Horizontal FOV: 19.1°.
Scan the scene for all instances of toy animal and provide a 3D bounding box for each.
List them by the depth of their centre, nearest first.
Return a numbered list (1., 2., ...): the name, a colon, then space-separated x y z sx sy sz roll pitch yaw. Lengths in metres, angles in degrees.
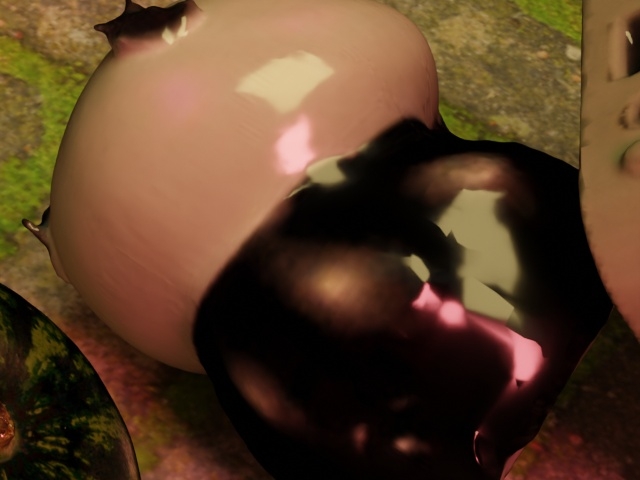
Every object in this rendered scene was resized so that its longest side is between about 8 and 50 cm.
1. toy animal: 0.000 0.000 1.025 0.310 0.251 0.251 32 47 10

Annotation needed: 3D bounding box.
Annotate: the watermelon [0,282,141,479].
1. watermelon: -0.202 0.129 0.845 0.269 0.269 0.269 8 45 -8

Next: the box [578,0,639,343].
1. box: 0.254 -0.016 1.063 0.090 0.373 0.367 -19 39 24
